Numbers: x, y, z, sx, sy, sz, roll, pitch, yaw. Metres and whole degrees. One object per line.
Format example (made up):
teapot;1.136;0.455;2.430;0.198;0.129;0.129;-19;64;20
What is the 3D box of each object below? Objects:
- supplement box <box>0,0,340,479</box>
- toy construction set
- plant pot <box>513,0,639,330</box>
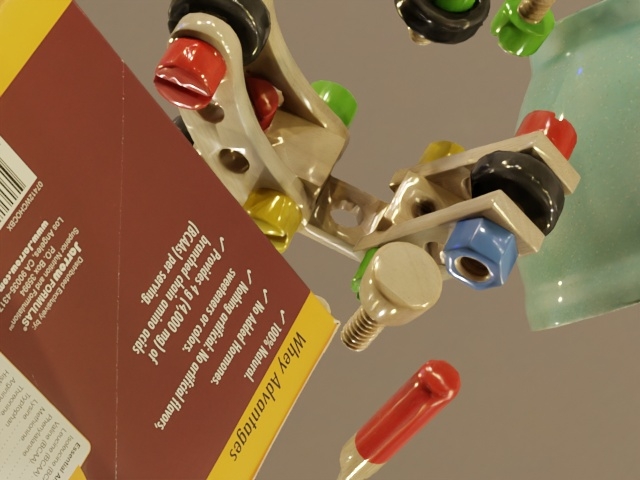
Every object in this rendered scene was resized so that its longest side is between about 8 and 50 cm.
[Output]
supplement box;-0.128;0.041;0.645;0.129;0.191;0.194;-6;-47;43
toy construction set;0.000;0.000;1.056;0.257;0.309;0.237;10;-33;-19
plant pot;0.251;-0.075;1.214;0.293;0.293;0.196;-21;-94;31
